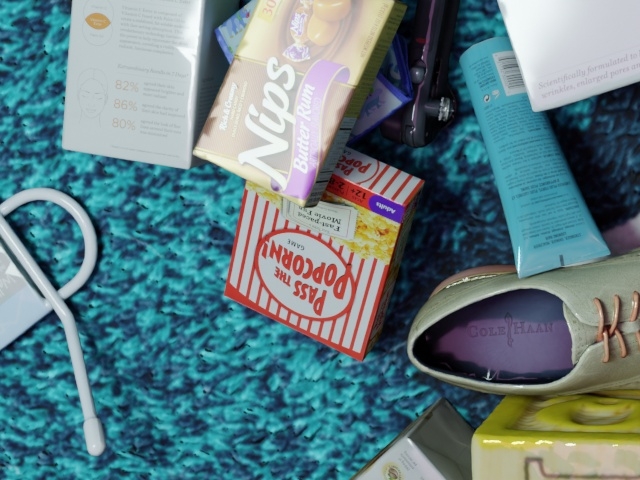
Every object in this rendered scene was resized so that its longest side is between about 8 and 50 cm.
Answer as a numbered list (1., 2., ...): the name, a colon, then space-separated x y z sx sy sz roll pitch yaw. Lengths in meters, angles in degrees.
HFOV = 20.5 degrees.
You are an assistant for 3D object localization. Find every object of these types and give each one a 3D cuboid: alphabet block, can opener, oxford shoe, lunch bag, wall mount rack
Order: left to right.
1. wall mount rack: -0.345 0.118 1.694 0.350 0.130 0.304 -37 87 20
2. lunch bag: 0.003 -0.155 1.541 0.129 0.096 0.151 -35 76 37
3. can opener: 0.094 -0.171 1.541 0.073 0.059 0.186 14 103 16
4. alphabet block: 0.240 0.237 1.493 0.193 0.192 0.197 0 100 16
5. oxford shoe: 0.265 0.074 1.479 0.397 0.146 0.140 -12 95 19

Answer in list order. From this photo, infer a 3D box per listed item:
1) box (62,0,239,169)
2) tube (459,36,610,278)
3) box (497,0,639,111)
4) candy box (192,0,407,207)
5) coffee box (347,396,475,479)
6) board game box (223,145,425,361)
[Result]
1. box: -0.153 -0.161 1.606 0.130 0.091 0.170 10 102 17
2. tube: 0.174 -0.072 1.498 0.080 0.052 0.207 -17 71 -2
3. box: 0.240 -0.219 1.455 0.181 0.119 0.181 -17 93 20
4. candy box: -0.018 -0.133 1.461 0.109 0.053 0.186 27 99 12
5. coffee box: 0.041 0.268 1.587 0.246 0.141 0.098 -44 84 19
6. board game box: 0.000 0.000 1.565 0.147 0.045 0.193 24 133 13
